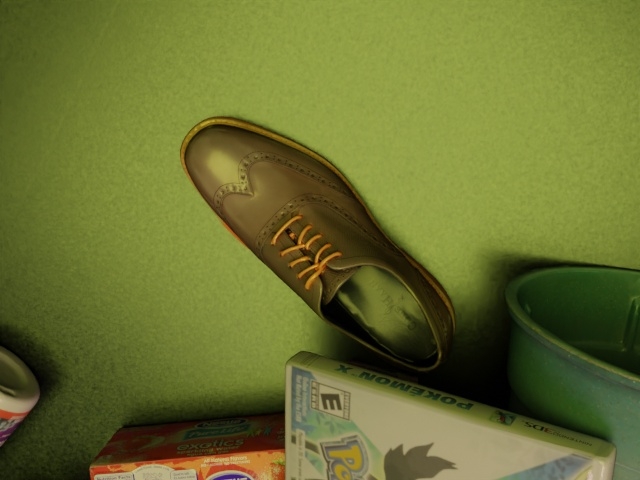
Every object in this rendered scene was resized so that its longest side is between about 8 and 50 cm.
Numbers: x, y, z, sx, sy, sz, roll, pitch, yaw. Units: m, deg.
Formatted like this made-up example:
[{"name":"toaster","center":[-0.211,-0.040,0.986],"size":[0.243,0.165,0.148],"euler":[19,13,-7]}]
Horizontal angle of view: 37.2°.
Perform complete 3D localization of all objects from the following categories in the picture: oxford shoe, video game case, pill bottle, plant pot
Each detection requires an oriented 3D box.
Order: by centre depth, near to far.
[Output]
[{"name":"video game case","center":[0.098,0.287,0.872],"size":[0.300,0.036,0.329],"euler":[13,114,28]},{"name":"plant pot","center":[0.314,0.235,0.920],"size":[0.341,0.341,0.334],"euler":[10,107,3]},{"name":"oxford shoe","center":[0.000,0.000,0.990],"size":[0.363,0.133,0.130],"euler":[38,99,-1]},{"name":"pill bottle","center":[-0.413,0.214,1.064],"size":[0.108,0.108,0.193],"euler":[40,99,-2]}]

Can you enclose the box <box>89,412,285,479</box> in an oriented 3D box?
[{"name":"box","center":[-0.106,0.271,1.041],"size":[0.256,0.122,0.128],"euler":[-7,99,5]}]

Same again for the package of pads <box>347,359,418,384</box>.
[{"name":"package of pads","center":[0.064,0.168,1.060],"size":[0.083,0.032,0.050],"euler":[14,101,2]}]
